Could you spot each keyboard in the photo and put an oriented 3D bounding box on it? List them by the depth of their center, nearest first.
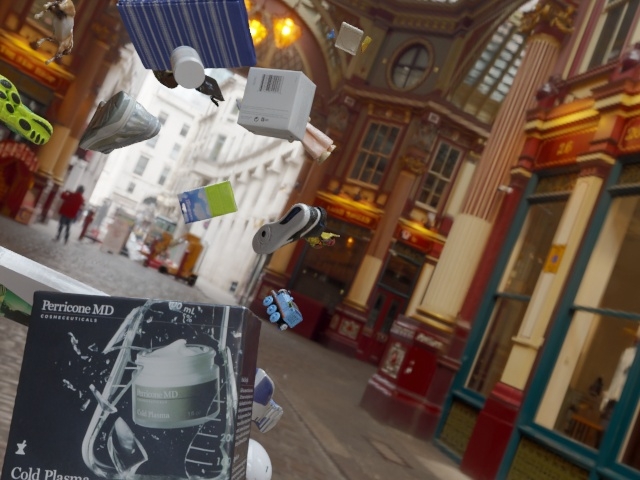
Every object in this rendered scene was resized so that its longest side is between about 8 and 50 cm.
[{"bbox_3d":[-0.348,-0.467,1.943,0.023,0.108,0.180,-24,-4,15],"label":"keyboard"}]

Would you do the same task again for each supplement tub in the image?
[{"bbox_3d":[-0.302,-0.393,1.418,0.071,0.071,0.107,25,22,-30],"label":"supplement tub"}]

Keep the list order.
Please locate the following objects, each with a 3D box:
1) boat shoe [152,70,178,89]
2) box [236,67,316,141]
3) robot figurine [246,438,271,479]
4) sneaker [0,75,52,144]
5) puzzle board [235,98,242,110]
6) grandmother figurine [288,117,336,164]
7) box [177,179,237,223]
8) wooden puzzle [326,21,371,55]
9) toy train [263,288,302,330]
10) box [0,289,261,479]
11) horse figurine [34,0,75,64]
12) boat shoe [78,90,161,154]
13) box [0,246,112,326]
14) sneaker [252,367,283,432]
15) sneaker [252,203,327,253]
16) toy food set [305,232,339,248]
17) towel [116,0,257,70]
[{"bbox_3d":[-0.582,-0.649,2.338,0.095,0.095,0.257,46,-11,27],"label":"boat shoe"},{"bbox_3d":[-0.131,-0.408,1.877,0.180,0.182,0.119,11,-3,24],"label":"box"},{"bbox_3d":[-0.280,0.707,1.856,0.209,0.278,0.173,61,-2,14],"label":"robot figurine"},{"bbox_3d":[-0.969,-0.404,1.941,0.123,0.110,0.296,16,-25,27],"label":"sneaker"},{"bbox_3d":[-0.283,-0.465,2.344,0.011,0.128,0.096,-21,4,11],"label":"puzzle board"},{"bbox_3d":[-0.091,-0.459,2.480,0.342,0.104,0.208,43,28,-8],"label":"grandmother figurine"},{"bbox_3d":[-0.376,-0.127,2.083,0.178,0.109,0.042,-14,7,1],"label":"box"},{"bbox_3d":[0.079,-0.555,1.724,0.116,0.079,0.014,26,-1,-22],"label":"wooden puzzle"},{"bbox_3d":[-0.139,0.250,2.287,0.080,0.105,0.184,55,2,-37],"label":"toy train"},{"bbox_3d":[-0.402,0.381,1.420,0.479,0.472,0.297,4,-15,2],"label":"box"},{"bbox_3d":[-0.795,-0.656,1.889,0.066,0.263,0.174,18,37,5],"label":"horse figurine"},{"bbox_3d":[-0.446,-0.243,1.370,0.103,0.118,0.320,30,-18,-29],"label":"boat shoe"},{"bbox_3d":[-0.751,0.165,1.697,0.321,0.059,0.232,28,-48,-15],"label":"box"},{"bbox_3d":[-0.240,0.497,2.028,0.182,0.127,0.316,33,-27,27],"label":"sneaker"},{"bbox_3d":[-0.068,-0.016,1.596,0.121,0.079,0.216,9,-30,-44],"label":"sneaker"},{"bbox_3d":[0.000,0.000,2.524,0.128,0.071,0.218,10,0,15],"label":"toy food set"},{"bbox_3d":[-0.352,-0.562,1.694,0.335,0.040,0.243,0,-31,6],"label":"towel"}]
